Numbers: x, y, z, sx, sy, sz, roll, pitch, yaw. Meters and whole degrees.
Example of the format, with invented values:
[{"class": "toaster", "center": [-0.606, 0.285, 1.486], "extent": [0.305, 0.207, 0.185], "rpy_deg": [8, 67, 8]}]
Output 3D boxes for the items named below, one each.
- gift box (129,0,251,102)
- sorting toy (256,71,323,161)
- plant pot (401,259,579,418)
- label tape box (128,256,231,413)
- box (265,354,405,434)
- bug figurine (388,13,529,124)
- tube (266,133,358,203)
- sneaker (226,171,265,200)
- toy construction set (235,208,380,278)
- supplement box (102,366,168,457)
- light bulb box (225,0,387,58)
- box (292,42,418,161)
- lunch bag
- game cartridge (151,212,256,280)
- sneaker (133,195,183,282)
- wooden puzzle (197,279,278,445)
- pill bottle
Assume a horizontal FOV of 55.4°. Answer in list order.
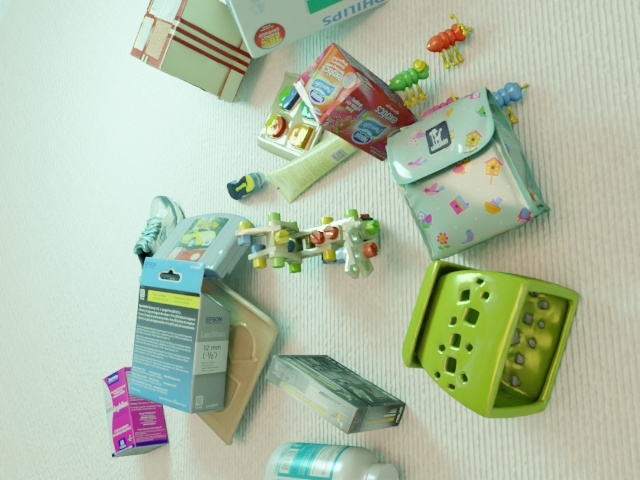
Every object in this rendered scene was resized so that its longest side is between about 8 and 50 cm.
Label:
[{"class": "gift box", "center": [-0.322, -0.539, 1.626], "extent": [0.276, 0.258, 0.255], "rpy_deg": [41, 108, 46]}, {"class": "sorting toy", "center": [-0.066, -0.306, 1.521], "extent": [0.193, 0.038, 0.208], "rpy_deg": [28, 99, 37]}, {"class": "plant pot", "center": [0.282, 0.156, 1.056], "extent": [0.207, 0.227, 0.228], "rpy_deg": [20, 94, 44]}, {"class": "label tape box", "center": [-0.342, 0.223, 1.497], "extent": [0.249, 0.115, 0.347], "rpy_deg": [2, 85, 40]}, {"class": "box", "center": [0.031, 0.307, 1.243], "extent": [0.231, 0.183, 0.056], "rpy_deg": [24, 97, 37]}, {"class": "bug figurine", "center": [0.263, -0.320, 1.219], "extent": [0.216, 0.072, 0.279], "rpy_deg": [-32, 62, 1]}, {"class": "tube", "center": [-0.019, -0.181, 1.447], "extent": [0.240, 0.062, 0.070], "rpy_deg": [-32, 62, 29]}, {"class": "sneaker", "center": [-0.195, -0.143, 1.587], "extent": [0.144, 0.059, 0.053], "rpy_deg": [-12, 106, 52]}, {"class": "toy construction set", "center": [0.000, 0.000, 1.301], "extent": [0.328, 0.215, 0.151], "rpy_deg": [4, 85, 38]}, {"class": "supplement box", "center": [-0.513, 0.469, 1.681], "extent": [0.111, 0.114, 0.220], "rpy_deg": [-31, 62, 31]}, {"class": "light bulb box", "center": [-0.080, -0.677, 1.396], "extent": [0.358, 0.225, 0.361], "rpy_deg": [-24, 64, -1]}, {"class": "box", "center": [0.081, -0.278, 1.262], "extent": [0.122, 0.257, 0.128], "rpy_deg": [-42, 60, 21]}, {"class": "lunch bag", "center": [0.262, -0.124, 1.128], "extent": [0.223, 0.160, 0.262], "rpy_deg": [-26, 85, 31]}, {"class": "game cartridge", "center": [-0.307, 0.012, 1.580], "extent": [0.294, 0.060, 0.196], "rpy_deg": [0, 43, 39]}, {"class": "sneaker", "center": [-0.460, 0.002, 1.717], "extent": [0.110, 0.122, 0.283], "rpy_deg": [-17, 72, 34]}, {"class": "wooden puzzle", "center": [-0.254, 0.282, 1.541], "extent": [0.322, 0.080, 0.347], "rpy_deg": [30, 105, 38]}, {"class": "pill bottle", "center": [0.025, 0.491, 1.237], "extent": [0.264, 0.146, 0.146], "rpy_deg": [-9, 76, 37]}]
